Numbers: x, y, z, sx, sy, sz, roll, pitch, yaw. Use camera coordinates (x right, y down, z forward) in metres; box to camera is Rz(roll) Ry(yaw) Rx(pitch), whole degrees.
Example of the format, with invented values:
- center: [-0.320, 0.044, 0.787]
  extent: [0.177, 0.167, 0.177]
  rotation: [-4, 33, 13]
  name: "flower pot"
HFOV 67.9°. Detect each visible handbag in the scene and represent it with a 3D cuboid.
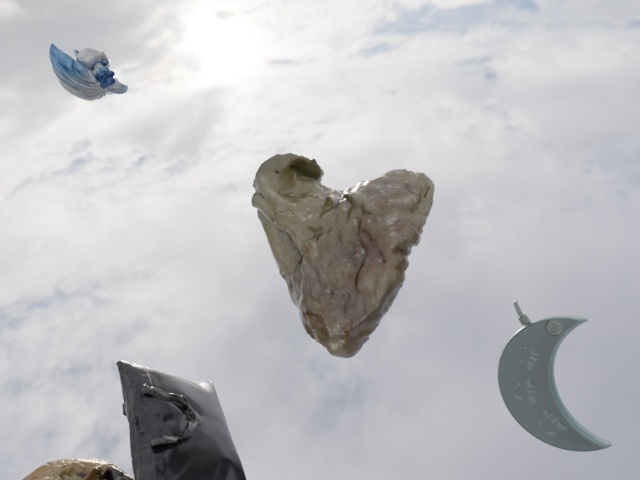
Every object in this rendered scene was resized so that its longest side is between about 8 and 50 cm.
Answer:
- center: [-0.235, 0.316, 0.799]
  extent: [0.088, 0.211, 0.254]
  rotation: [-47, -137, 12]
  name: "handbag"

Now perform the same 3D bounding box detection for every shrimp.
- center: [-0.351, 0.418, 0.777]
  extent: [0.288, 0.062, 0.152]
  rotation: [8, -165, -6]
  name: "shrimp"

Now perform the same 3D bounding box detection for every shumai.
- center: [0.000, 0.000, 0.738]
  extent: [0.263, 0.267, 0.314]
  rotation: [23, -107, -2]
  name: "shumai"

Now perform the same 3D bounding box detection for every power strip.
- center: [0.327, 0.191, 0.691]
  extent: [0.137, 0.044, 0.215]
  rotation: [-14, -101, 32]
  name: "power strip"

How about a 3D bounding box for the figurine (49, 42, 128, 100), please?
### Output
- center: [-0.353, -0.254, 0.707]
  extent: [0.114, 0.079, 0.114]
  rotation: [27, -164, -9]
  name: "figurine"
